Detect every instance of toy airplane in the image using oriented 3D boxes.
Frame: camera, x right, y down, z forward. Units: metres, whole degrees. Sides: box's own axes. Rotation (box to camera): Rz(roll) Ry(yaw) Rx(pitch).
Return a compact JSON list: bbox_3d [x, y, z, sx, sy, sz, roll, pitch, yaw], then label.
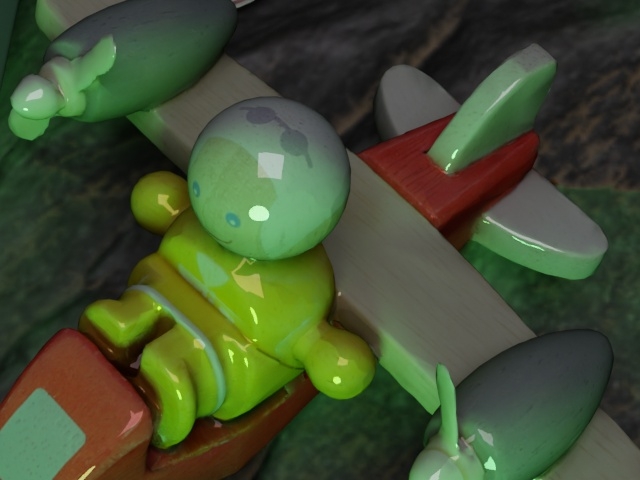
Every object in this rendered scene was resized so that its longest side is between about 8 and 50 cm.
[{"bbox_3d":[0.000,0.000,0.976,0.386,0.272,0.384,2,62,4],"label":"toy airplane"}]

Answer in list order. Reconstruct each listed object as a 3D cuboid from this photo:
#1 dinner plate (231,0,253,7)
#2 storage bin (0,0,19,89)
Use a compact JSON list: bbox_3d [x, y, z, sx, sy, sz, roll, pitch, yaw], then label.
[{"bbox_3d":[-0.083,-0.219,1.180,0.141,0.017,0.141,1,72,-2],"label":"dinner plate"},{"bbox_3d":[-0.253,-0.142,1.113,0.091,0.098,0.135,18,69,-27],"label":"storage bin"}]
